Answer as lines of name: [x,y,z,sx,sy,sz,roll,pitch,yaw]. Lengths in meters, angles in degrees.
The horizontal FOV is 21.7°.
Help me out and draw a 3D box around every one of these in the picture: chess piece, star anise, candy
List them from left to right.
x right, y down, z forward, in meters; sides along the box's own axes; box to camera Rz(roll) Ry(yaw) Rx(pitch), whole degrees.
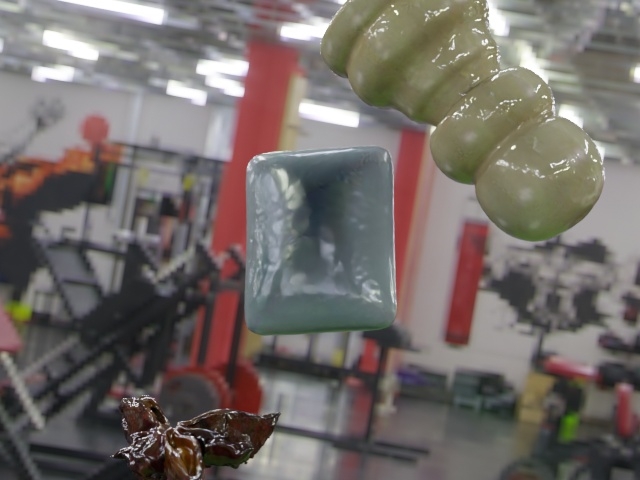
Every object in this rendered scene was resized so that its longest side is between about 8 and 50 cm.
star anise: [-0.119,0.210,1.385,0.141,0.144,0.158,2,16,14]
candy: [0.000,0.000,1.515,0.138,0.174,0.071,-4,-19,9]
chess piece: [0.150,-0.128,1.618,0.299,0.167,0.167,51,16,19]
